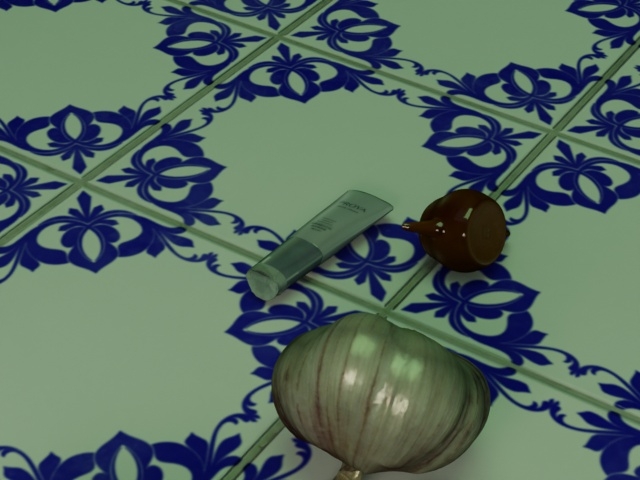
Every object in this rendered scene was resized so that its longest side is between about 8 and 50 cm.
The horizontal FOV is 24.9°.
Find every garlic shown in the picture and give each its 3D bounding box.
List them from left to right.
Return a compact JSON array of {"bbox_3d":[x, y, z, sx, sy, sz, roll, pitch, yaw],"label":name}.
[{"bbox_3d":[0.043,0.208,1.566,0.245,0.245,0.253,18,76,20],"label":"garlic"}]

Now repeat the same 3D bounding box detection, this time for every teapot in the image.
[{"bbox_3d":[0.180,-0.013,1.911,0.173,0.116,0.116,2,28,-46],"label":"teapot"}]

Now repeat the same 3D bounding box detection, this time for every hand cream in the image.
[{"bbox_3d":[0.000,0.000,1.921,0.079,0.048,0.255,24,42,28],"label":"hand cream"}]
